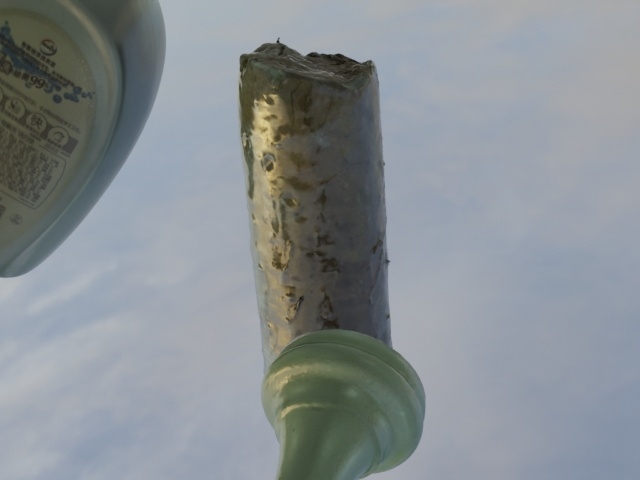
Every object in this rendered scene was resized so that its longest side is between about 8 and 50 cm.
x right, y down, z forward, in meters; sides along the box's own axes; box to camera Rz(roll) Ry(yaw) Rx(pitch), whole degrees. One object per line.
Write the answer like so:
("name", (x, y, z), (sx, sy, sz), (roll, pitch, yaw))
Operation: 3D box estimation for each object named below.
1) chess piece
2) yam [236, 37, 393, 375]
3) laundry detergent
("chess piece", (-0.003, 0.089, 0.452), (0.067, 0.067, 0.103), (-2, -143, 25))
("yam", (0.000, 0.000, 0.772), (0.093, 0.259, 0.093), (-3, -153, 2))
("laundry detergent", (-0.204, -0.133, 0.785), (0.214, 0.281, 0.105), (34, -155, 2))
